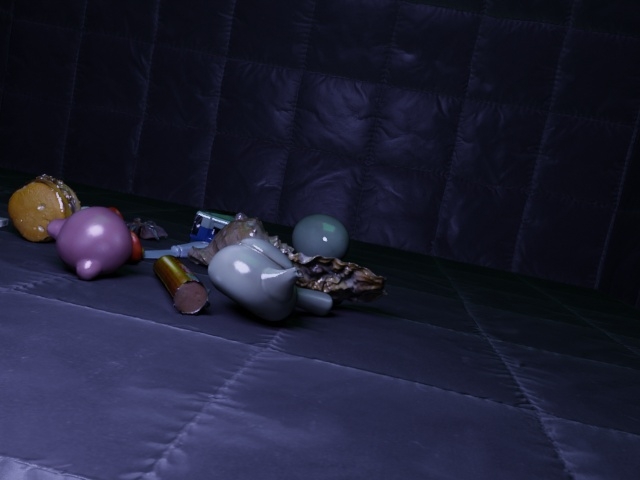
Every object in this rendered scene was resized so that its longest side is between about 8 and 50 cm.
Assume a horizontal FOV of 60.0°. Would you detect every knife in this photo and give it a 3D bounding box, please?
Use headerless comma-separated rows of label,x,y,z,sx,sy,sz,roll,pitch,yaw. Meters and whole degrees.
knife,-0.468,0.039,1.706,0.080,0.044,0.331,24,18,35

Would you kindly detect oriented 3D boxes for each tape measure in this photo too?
tape measure,-0.362,-0.038,2.123,0.262,0.138,0.259,11,7,-5

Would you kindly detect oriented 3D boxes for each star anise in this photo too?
star anise,-0.635,-0.040,1.986,0.172,0.063,0.208,13,6,6

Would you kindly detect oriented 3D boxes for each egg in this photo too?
egg,0.000,0.000,2.105,0.203,0.202,0.283,8,3,-29

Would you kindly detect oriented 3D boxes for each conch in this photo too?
conch,-0.229,0.023,1.683,0.324,0.186,0.263,14,-11,17

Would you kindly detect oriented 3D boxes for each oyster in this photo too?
oyster,0.008,0.112,1.401,0.355,0.107,0.201,17,-23,-7

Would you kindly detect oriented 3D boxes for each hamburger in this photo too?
hamburger,-0.783,-0.094,1.585,0.182,0.190,0.118,-8,5,5

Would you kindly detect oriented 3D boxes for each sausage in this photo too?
sausage,-0.334,0.088,1.293,0.082,0.082,0.371,8,6,-26

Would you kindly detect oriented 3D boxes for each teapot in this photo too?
teapot,-0.115,0.100,1.248,0.220,0.149,0.318,30,-10,22

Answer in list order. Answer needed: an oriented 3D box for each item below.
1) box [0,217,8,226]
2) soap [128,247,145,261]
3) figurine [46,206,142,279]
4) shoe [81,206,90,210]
box,-1.004,-0.061,1.687,0.083,0.024,0.054,11,8,-10
soap,-0.545,0.036,1.551,0.089,0.033,0.168,7,12,-7
figurine,-0.531,0.004,1.305,0.173,0.173,0.173,11,6,-1
shoe,-0.758,-0.047,1.776,0.110,0.095,0.265,33,3,7
